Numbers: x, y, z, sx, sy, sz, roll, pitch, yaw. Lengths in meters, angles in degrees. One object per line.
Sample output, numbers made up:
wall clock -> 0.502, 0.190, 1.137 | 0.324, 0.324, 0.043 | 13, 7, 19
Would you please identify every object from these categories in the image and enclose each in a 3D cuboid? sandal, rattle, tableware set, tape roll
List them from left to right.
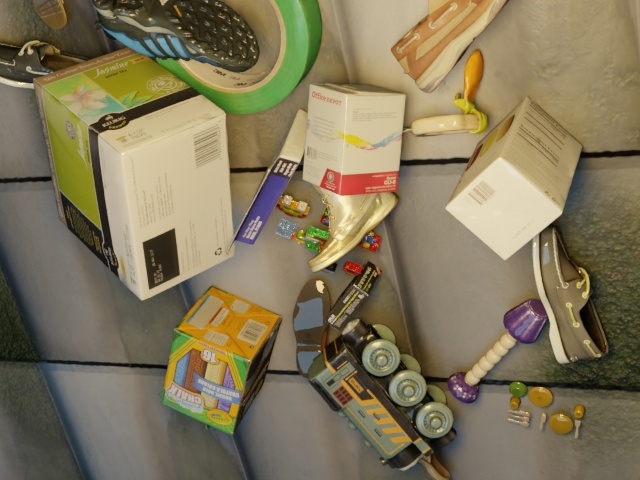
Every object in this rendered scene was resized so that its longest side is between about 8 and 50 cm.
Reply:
tape roll -> -0.159, -0.387, 1.821 | 0.321, 0.077, 0.321 | 11, 124, 17
sandal -> 0.224, 0.453, 2.191 | 0.180, 0.072, 0.049 | 45, 111, -9
rattle -> 0.190, -0.237, 1.770 | 0.200, 0.130, 0.142 | 2, 113, 53
tableware set -> 0.452, 0.335, 2.044 | 0.154, 0.024, 0.104 | 11, 121, 19

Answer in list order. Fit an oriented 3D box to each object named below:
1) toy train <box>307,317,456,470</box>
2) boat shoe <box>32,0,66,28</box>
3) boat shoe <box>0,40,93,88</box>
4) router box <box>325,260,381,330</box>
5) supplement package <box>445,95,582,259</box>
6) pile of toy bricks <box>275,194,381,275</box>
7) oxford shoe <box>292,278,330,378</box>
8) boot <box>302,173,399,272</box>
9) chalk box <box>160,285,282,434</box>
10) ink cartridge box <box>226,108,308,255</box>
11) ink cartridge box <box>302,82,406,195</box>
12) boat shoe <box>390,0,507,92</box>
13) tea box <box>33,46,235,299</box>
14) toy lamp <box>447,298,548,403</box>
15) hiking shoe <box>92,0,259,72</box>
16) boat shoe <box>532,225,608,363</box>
toy train -> 0.127, 0.316, 2.069 | 0.190, 0.142, 0.334 | -38, 103, 7
boat shoe -> -0.532, -0.480, 1.952 | 0.056, 0.048, 0.153 | -22, 117, 20
boat shoe -> -0.537, -0.345, 1.999 | 0.303, 0.114, 0.091 | 18, 127, -2
router box -> 0.066, 0.110, 2.025 | 0.038, 0.092, 0.122 | 36, 128, 0
supplement package -> 0.323, -0.107, 1.680 | 0.134, 0.244, 0.139 | 41, 126, -5
pile of toy bricks -> 0.000, 0.000, 1.994 | 0.212, 0.118, 0.105 | 22, 166, -3
oxford shoe -> -0.017, 0.176, 2.122 | 0.076, 0.076, 0.212 | 8, 107, 9
boot -> 0.019, -0.060, 1.897 | 0.213, 0.077, 0.165 | -44, 97, -6
chalk box -> -0.221, 0.281, 2.204 | 0.179, 0.180, 0.289 | 23, 125, 9
ink cartridge box -> -0.088, -0.101, 1.877 | 0.045, 0.224, 0.223 | 27, 128, -5
ink cartridge box -> 0.058, -0.180, 1.771 | 0.128, 0.127, 0.176 | 29, 120, 55
boat shoe -> 0.223, -0.380, 1.633 | 0.116, 0.123, 0.324 | 39, 126, -1
tea box -> -0.340, -0.131, 1.878 | 0.323, 0.220, 0.329 | 37, 141, 36
toy lamp -> 0.345, 0.212, 1.978 | 0.080, 0.080, 0.274 | 36, 127, -1
hiking shoe -> -0.248, -0.367, 1.780 | 0.304, 0.113, 0.132 | 24, 157, 1
boat shoe -> 0.450, 0.096, 1.842 | 0.091, 0.109, 0.305 | -6, 124, 26
